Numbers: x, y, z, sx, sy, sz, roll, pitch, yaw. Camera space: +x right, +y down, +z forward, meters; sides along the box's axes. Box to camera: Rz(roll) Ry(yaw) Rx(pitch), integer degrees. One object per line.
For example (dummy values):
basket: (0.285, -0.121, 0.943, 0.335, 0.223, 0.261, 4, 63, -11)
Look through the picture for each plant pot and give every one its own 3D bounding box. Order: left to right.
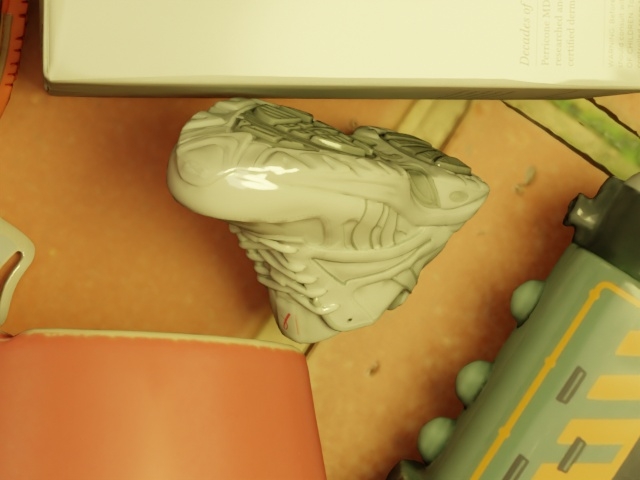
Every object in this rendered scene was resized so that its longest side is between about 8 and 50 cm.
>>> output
plant pot: (-0.108, 0.169, 0.870, 0.274, 0.275, 0.243, 3, 84, -9)

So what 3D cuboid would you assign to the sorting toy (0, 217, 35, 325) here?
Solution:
sorting toy: (-0.191, 0.012, 0.954, 0.075, 0.045, 0.083, 24, 89, -28)

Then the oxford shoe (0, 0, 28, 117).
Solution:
oxford shoe: (-0.195, -0.187, 0.891, 0.098, 0.097, 0.271, -6, 111, -15)

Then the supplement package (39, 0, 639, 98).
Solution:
supplement package: (0.008, -0.159, 0.902, 0.292, 0.177, 0.175, 0, 93, -9)

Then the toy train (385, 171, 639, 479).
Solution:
toy train: (0.146, 0.127, 0.949, 0.190, 0.142, 0.334, 32, 95, 0)

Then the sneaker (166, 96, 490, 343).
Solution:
sneaker: (0.000, 0.000, 0.901, 0.090, 0.232, 0.115, 31, 102, 33)
